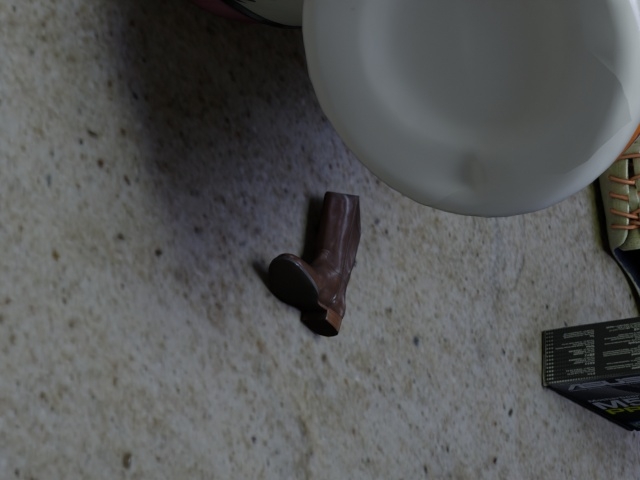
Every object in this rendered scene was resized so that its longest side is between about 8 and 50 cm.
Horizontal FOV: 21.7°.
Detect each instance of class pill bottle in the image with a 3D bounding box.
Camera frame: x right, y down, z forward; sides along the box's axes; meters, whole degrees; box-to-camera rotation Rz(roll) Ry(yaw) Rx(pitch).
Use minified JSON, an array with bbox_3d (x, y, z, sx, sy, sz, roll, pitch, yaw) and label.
[{"bbox_3d":[0.170,-0.180,1.135,0.392,0.224,0.224,-37,113,-55],"label":"pill bottle"}]

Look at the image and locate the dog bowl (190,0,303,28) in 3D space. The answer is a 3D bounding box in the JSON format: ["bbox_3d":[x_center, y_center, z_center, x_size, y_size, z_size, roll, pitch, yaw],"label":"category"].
[{"bbox_3d":[-0.026,-0.337,1.216,0.408,0.150,0.408,21,65,-55],"label":"dog bowl"}]

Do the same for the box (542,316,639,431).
[{"bbox_3d":[0.383,0.123,1.623,0.216,0.270,0.060,28,57,-52],"label":"box"}]

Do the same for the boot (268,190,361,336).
[{"bbox_3d":[0.000,0.000,1.269,0.106,0.037,0.114,60,39,-51],"label":"boot"}]

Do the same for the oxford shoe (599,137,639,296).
[{"bbox_3d":[0.357,-0.067,1.765,0.146,0.140,0.397,-51,122,-42],"label":"oxford shoe"}]
